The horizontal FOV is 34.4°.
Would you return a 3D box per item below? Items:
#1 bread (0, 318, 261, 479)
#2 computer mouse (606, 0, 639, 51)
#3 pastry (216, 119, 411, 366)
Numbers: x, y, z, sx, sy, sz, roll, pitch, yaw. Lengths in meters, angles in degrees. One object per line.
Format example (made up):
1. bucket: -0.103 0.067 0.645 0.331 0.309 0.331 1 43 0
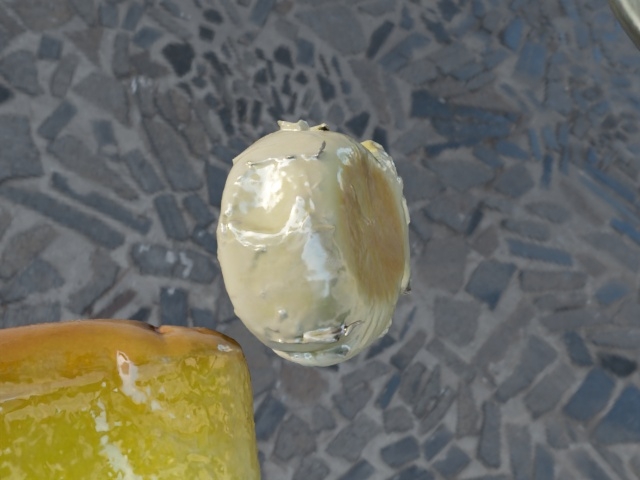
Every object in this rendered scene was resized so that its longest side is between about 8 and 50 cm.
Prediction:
1. bread: -0.143 0.087 0.424 0.245 0.102 0.094 -8 85 -22
2. computer mouse: 0.239 -0.187 0.357 0.114 0.374 0.203 -17 78 -29
3. pastry: 0.000 0.000 0.686 0.088 0.166 0.166 -6 40 27
